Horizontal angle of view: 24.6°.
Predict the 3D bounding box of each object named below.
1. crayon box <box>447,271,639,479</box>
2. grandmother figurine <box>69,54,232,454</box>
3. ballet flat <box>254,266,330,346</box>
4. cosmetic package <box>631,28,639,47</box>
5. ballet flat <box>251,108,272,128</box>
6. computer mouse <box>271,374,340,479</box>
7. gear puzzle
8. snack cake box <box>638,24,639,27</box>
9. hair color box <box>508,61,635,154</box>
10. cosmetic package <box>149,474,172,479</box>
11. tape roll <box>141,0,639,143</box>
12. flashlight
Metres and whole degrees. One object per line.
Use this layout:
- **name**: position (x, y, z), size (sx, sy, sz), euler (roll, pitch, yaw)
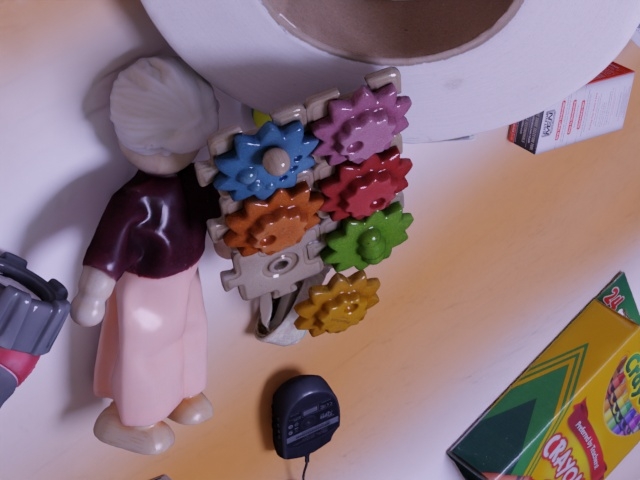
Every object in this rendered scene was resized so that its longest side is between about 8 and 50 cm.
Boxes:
- **crayon box**: position (0.316, 0.215, 1.813), size (0.318, 0.081, 0.202), euler (-45, 138, -13)
- **grandmother figurine**: position (-0.140, 0.011, 1.231), size (0.208, 0.104, 0.342), euler (-44, 144, -58)
- **ballet flat**: position (-0.022, 0.027, 1.382), size (0.052, 0.057, 0.168), euler (2, 114, -34)
- **cosmetic package**: position (0.407, -0.284, 1.483), size (0.231, 0.085, 0.117), euler (-38, 134, 24)
- **ballet flat**: position (0.025, -0.182, 1.266), size (0.231, 0.077, 0.077), euler (-56, 140, 2)
- **computer mouse**: position (-0.020, 0.222, 1.533), size (0.071, 0.041, 0.242), euler (-20, 136, -23)
- **gear puzzle**: position (0.000, 0.000, 1.227), size (0.175, 0.044, 0.339), euler (-21, 148, -9)
- **snack cake box**: position (0.234, -0.257, 1.248), size (0.152, 0.264, 0.089), euler (35, 90, -16)
- **hair color box**: position (0.267, -0.143, 1.553), size (0.141, 0.043, 0.072), euler (-17, 127, -38)
- **cosmetic package**: position (-0.166, 0.291, 1.428), size (0.060, 0.041, 0.115), euler (-15, 126, -38)
- **tape roll**: position (0.052, -0.221, 1.071), size (0.392, 0.392, 0.072), euler (58, 30, -47)
- **flashlight**: position (-0.307, 0.155, 1.158), size (0.103, 0.103, 0.304), euler (27, 98, -23)
